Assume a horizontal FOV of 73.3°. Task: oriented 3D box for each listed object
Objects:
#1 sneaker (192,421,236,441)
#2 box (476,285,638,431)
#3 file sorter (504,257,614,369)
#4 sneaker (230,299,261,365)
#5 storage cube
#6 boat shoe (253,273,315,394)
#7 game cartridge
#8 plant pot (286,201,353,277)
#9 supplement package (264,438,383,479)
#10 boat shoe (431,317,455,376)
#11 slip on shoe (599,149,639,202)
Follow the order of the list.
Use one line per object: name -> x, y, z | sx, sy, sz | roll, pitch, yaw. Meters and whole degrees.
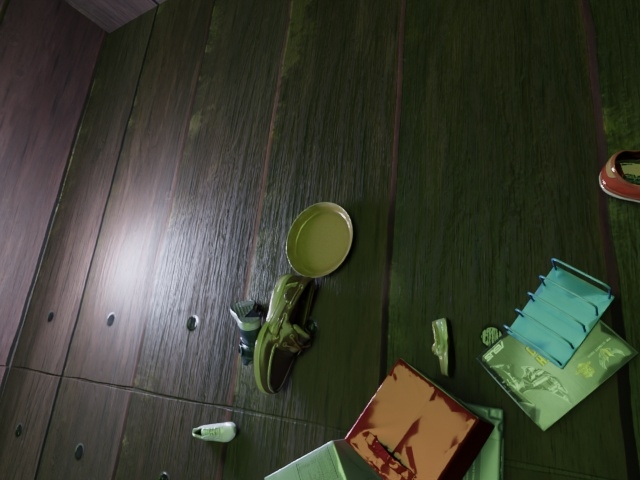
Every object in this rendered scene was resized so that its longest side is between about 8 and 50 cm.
sneaker -> -0.317, 0.573, 1.280 | 0.152, 0.061, 0.054 | -19, 61, 26
box -> 0.470, 0.236, 0.875 | 0.231, 0.056, 0.183 | -47, 53, 11
file sorter -> 0.451, 0.137, 0.824 | 0.118, 0.104, 0.170 | 37, 94, 38
sneaker -> -0.214, 0.281, 1.301 | 0.226, 0.086, 0.164 | -141, 40, -71
storage cube -> 0.200, 0.379, 0.850 | 0.183, 0.215, 0.193 | 33, 86, 39
boat shoe -> -0.086, 0.261, 1.206 | 0.123, 0.123, 0.343 | 1, 67, 36
game cartridge -> 0.281, 0.494, 0.911 | 0.195, 0.060, 0.295 | 0, 73, 30
plant pot -> 0.000, 0.000, 1.296 | 0.236, 0.032, 0.237 | -12, 67, 30
supplement package -> 0.025, 0.559, 0.969 | 0.203, 0.194, 0.149 | -36, 56, 17
boat shoe -> 0.284, 0.249, 1.004 | 0.045, 0.050, 0.136 | -14, 55, 33
slip on shoe -> 0.718, -0.113, 0.810 | 0.331, 0.101, 0.123 | 16, 81, 36
